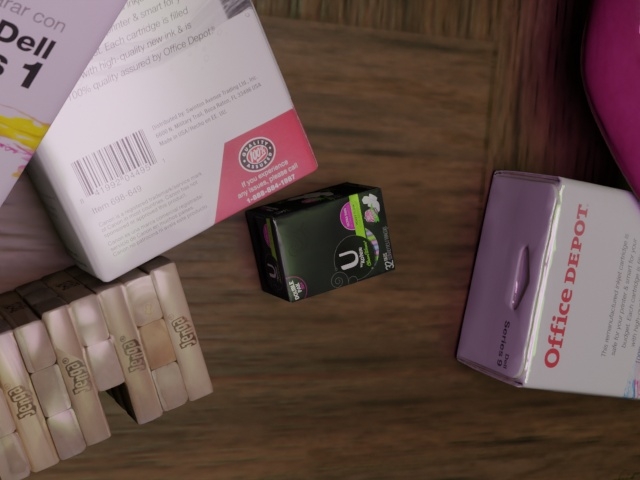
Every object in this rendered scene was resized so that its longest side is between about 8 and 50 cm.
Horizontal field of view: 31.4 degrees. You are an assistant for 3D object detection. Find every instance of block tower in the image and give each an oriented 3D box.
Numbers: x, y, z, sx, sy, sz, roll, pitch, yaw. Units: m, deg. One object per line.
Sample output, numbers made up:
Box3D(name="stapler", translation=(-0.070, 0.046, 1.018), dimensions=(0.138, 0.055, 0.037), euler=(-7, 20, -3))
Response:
Box3D(name="block tower", translation=(-0.238, 0.108, 0.667), dimensions=(0.335, 0.091, 0.097), euler=(-21, 106, -21))

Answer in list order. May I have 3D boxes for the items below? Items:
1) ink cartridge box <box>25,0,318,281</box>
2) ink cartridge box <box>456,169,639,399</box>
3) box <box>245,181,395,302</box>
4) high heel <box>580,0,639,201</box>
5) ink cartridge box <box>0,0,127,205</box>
Box3D(name="ink cartridge box", translation=(-0.121, -0.111, 0.690), dimensions=(0.158, 0.092, 0.218), euler=(-29, 111, -19))
Box3D(name="ink cartridge box", translation=(0.226, 0.040, 0.881), dimensions=(0.212, 0.093, 0.154), euler=(9, 93, -28))
Box3D(name="box", translation=(0.000, 0.000, 0.787), dimensions=(0.083, 0.052, 0.062), euler=(-16, 103, -22))
Box3D(name="high heel", translation=(0.268, -0.180, 0.774), dimensions=(0.127, 0.181, 0.377), euler=(-18, 92, -34))
Box3D(name="ink cartridge box", translation=(-0.231, -0.095, 0.524), dimensions=(0.201, 0.117, 0.278), euler=(21, 121, -32))
